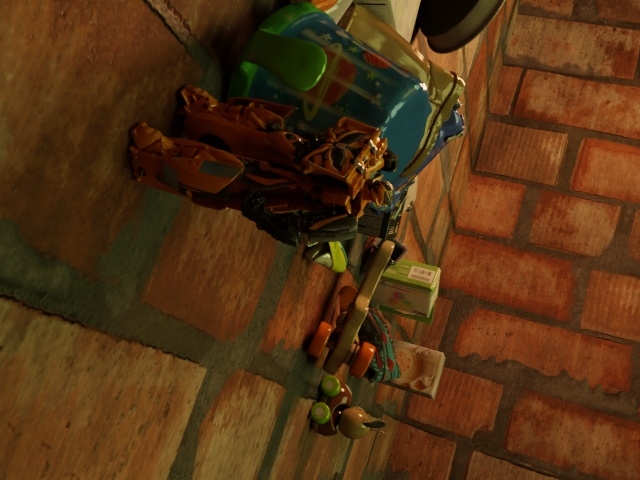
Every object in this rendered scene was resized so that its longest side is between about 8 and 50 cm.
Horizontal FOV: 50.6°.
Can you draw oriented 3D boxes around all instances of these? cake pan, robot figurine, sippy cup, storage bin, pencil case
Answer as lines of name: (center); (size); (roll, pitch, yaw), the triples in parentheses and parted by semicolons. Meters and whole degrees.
cake pan: (0.357, -0.614, 1.707); (0.054, 0.293, 0.293); (26, 75, -29)
robot figurine: (-0.056, -0.092, 0.768); (0.211, 0.291, 0.085); (-58, 155, -45)
sippy cup: (0.025, -0.187, 0.963); (0.305, 0.224, 0.240); (-33, 146, -48)
storage bin: (0.167, 0.046, 1.885); (0.091, 0.098, 0.135); (-53, 173, 26)
pencil case: (0.186, -0.190, 1.479); (0.306, 0.133, 0.119); (-47, 163, 8)

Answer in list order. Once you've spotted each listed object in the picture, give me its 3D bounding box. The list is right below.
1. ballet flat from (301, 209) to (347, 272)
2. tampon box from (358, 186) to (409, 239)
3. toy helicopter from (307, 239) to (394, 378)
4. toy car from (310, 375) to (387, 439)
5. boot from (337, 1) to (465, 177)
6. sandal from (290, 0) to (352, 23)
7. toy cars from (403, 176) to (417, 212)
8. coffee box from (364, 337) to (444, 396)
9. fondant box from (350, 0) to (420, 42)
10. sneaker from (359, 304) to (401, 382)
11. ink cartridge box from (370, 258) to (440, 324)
ballet flat: (0.000, 0.000, 1.383); (0.077, 0.077, 0.231); (-41, 144, -25)
tampon box: (0.146, -0.093, 1.674); (0.120, 0.102, 0.160); (-8, 112, -70)
toy helicopter: (0.096, 0.162, 1.655); (0.235, 0.140, 0.355); (98, 18, -79)
toy car: (0.086, 0.459, 1.777); (0.155, 0.189, 0.148); (73, 36, -58)
boot: (0.108, -0.270, 1.258); (0.236, 0.270, 0.089); (-62, -152, 10)
sandal: (-0.019, -0.359, 1.044); (0.102, 0.076, 0.265); (-6, 131, -56)
toy cars: (0.238, -0.212, 1.897); (0.393, 0.087, 0.176); (-67, 155, -14)
coffee box: (0.254, 0.395, 2.135); (0.098, 0.247, 0.141); (55, 51, -66)
fondant box: (0.112, -0.517, 1.218); (0.330, 0.096, 0.238); (60, 43, -64)
sneaker: (0.153, 0.318, 2.004); (0.104, 0.125, 0.261); (-123, -167, -70)
ink cartridge box: (0.254, 0.180, 2.062); (0.097, 0.189, 0.255); (-59, 156, -43)
